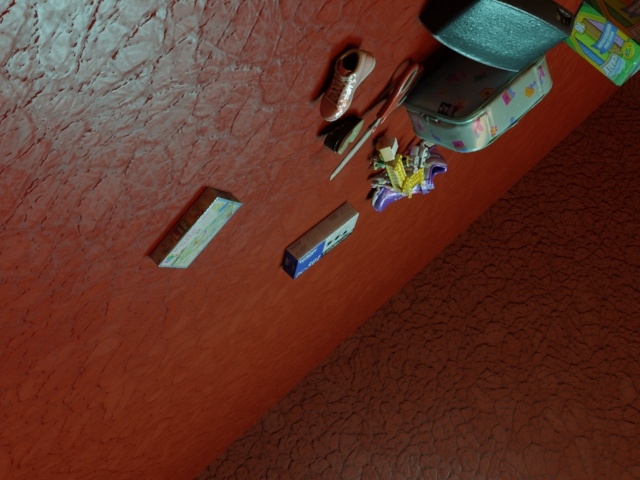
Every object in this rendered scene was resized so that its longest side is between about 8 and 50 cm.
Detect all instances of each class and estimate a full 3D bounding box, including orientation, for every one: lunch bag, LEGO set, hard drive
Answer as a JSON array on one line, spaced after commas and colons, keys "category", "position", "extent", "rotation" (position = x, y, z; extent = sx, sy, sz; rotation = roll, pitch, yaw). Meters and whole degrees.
[{"category": "lunch bag", "position": [0.315, -0.309, 1.664], "extent": [0.279, 0.224, 0.108], "rotation": [-40, 131, -16]}, {"category": "LEGO set", "position": [0.162, -0.172, 1.893], "extent": [0.287, 0.107, 0.132], "rotation": [-1, 99, -63]}, {"category": "hard drive", "position": [0.326, -0.389, 1.459], "extent": [0.254, 0.054, 0.172], "rotation": [11, 152, -35]}]

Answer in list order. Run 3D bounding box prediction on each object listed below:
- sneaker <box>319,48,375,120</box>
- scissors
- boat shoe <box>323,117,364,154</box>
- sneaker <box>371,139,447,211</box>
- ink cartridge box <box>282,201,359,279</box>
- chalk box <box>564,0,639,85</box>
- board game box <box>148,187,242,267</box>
[{"category": "sneaker", "position": [0.033, -0.261, 1.330], "extent": [0.134, 0.051, 0.070], "rotation": [-53, 162, 15]}, {"category": "scissors", "position": [0.115, -0.233, 1.602], "extent": [0.297, 0.021, 0.109], "rotation": [-55, 171, 3]}, {"category": "boat shoe", "position": [0.048, -0.207, 1.531], "extent": [0.133, 0.042, 0.049], "rotation": [-49, 164, -52]}, {"category": "sneaker", "position": [0.234, -0.152, 2.060], "extent": [0.236, 0.104, 0.095], "rotation": [-43, 167, -5]}, {"category": "ink cartridge box", "position": [0.000, 0.000, 1.938], "extent": [0.207, 0.046, 0.097], "rotation": [-38, 162, -27]}, {"category": "chalk box", "position": [0.885, -0.587, 2.312], "extent": [0.180, 0.289, 0.179], "rotation": [-40, 165, -20]}, {"category": "board game box", "position": [-0.209, -0.019, 1.355], "extent": [0.154, 0.026, 0.103], "rotation": [-48, 165, 9]}]
